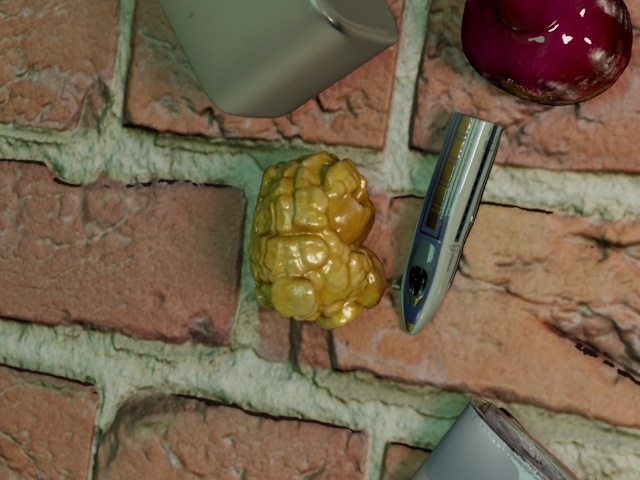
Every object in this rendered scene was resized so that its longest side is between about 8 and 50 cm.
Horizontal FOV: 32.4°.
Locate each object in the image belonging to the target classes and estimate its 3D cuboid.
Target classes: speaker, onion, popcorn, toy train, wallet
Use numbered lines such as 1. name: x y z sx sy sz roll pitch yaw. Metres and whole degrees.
1. speaker: -0.095 -0.345 1.256 0.184 0.183 0.406 -35 74 28
2. onion: 0.228 -0.240 1.107 0.173 0.135 0.198 9 91 24
3. popcorn: -0.014 0.007 1.216 0.140 0.163 0.194 10 122 51
4. toy train: 0.132 -0.013 1.200 0.055 0.048 0.252 22 99 29
5. wallet: 0.160 0.299 1.169 0.170 0.069 0.231 46 114 25
